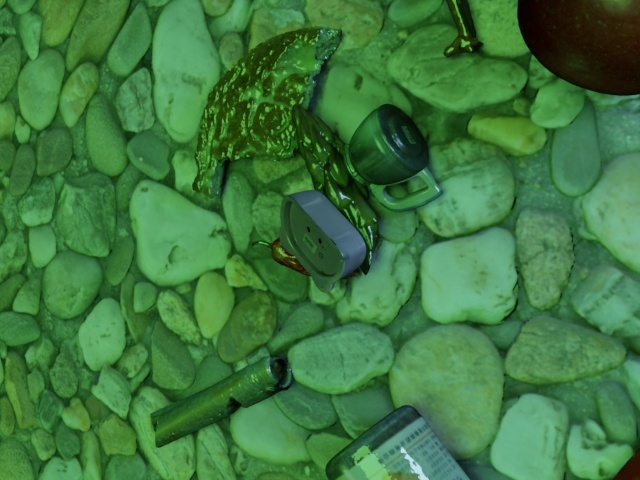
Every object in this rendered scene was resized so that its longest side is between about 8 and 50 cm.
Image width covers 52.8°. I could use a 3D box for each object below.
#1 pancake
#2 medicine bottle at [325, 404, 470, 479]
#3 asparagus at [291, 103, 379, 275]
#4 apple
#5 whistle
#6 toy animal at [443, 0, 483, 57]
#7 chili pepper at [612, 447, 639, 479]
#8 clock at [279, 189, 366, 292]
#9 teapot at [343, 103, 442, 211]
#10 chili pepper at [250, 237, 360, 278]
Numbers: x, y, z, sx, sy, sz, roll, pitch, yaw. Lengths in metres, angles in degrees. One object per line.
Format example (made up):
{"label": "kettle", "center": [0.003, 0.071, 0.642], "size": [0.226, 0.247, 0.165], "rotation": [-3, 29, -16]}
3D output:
{"label": "pancake", "center": [-0.095, -0.211, 1.084], "size": [0.376, 0.054, 0.197], "rotation": [-41, 70, 27]}
{"label": "medicine bottle", "center": [0.144, 0.382, 0.892], "size": [0.165, 0.165, 0.273], "rotation": [-47, 69, 23]}
{"label": "asparagus", "center": [0.030, -0.088, 0.999], "size": [0.080, 0.080, 0.287], "rotation": [-32, 84, 27]}
{"label": "apple", "center": [0.340, -0.279, 0.730], "size": [0.201, 0.218, 0.218], "rotation": [30, 106, 24]}
{"label": "whistle", "center": [-0.188, 0.288, 1.144], "size": [0.327, 0.057, 0.067], "rotation": [-30, 74, 28]}
{"label": "toy animal", "center": [0.175, -0.400, 0.912], "size": [0.230, 0.066, 0.224], "rotation": [38, 109, 18]}
{"label": "chili pepper", "center": [0.404, 0.311, 0.802], "size": [0.071, 0.063, 0.272], "rotation": [42, 114, 36]}
{"label": "clock", "center": [0.000, 0.000, 0.976], "size": [0.152, 0.050, 0.110], "rotation": [49, 144, 26]}
{"label": "teapot", "center": [0.101, -0.121, 0.956], "size": [0.108, 0.149, 0.111], "rotation": [-31, 39, 37]}
{"label": "chili pepper", "center": [-0.023, 0.025, 1.046], "size": [0.191, 0.050, 0.059], "rotation": [17, 97, 16]}
